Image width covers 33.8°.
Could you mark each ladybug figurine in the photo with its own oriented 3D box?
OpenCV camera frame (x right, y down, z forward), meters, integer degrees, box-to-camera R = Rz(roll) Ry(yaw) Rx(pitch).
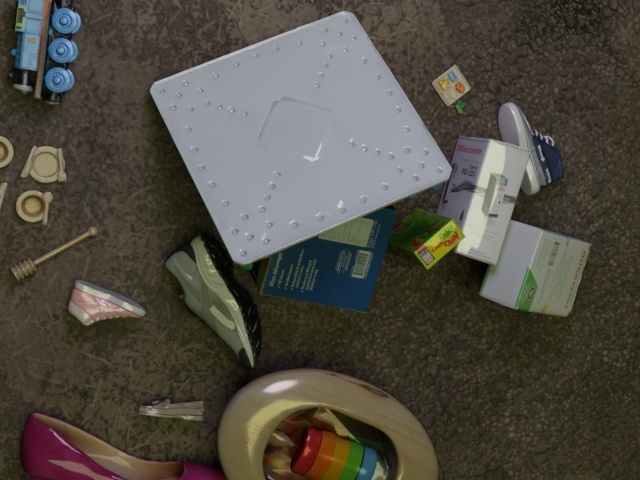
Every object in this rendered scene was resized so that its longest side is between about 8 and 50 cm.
[{"bbox_3d":[0.012,0.390,1.942,0.449,0.162,0.305,28,90,-17],"label":"ladybug figurine"}]

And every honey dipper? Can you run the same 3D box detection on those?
[{"bbox_3d":[-0.457,0.020,1.823,0.161,0.030,0.030,-29,105,-13],"label":"honey dipper"}]

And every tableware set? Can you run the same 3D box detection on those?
[{"bbox_3d":[-0.520,-0.102,1.790,0.169,0.020,0.141,11,95,-17],"label":"tableware set"}]

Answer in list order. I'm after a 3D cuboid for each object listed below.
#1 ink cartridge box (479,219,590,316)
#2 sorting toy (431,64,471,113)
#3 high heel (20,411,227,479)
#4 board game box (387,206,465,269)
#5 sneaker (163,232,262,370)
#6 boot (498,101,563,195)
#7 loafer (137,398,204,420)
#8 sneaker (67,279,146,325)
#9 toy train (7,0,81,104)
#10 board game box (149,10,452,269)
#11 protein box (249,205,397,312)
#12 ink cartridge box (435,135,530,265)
[{"bbox_3d":[0.409,0.055,1.992,0.212,0.093,0.154,11,97,-49],"label":"ink cartridge box"},{"bbox_3d":[0.255,-0.281,1.986,0.062,0.012,0.083,-39,106,-7],"label":"sorting toy"},{"bbox_3d":[-0.334,0.387,1.862,0.378,0.127,0.181,-2,102,-15],"label":"high heel"},{"bbox_3d":[0.184,-0.006,1.919,0.092,0.181,0.043,-41,107,-6],"label":"board game box"},{"bbox_3d":[-0.185,0.117,1.891,0.108,0.100,0.271,-22,109,13],"label":"sneaker"},{"bbox_3d":[0.405,-0.187,2.022,0.086,0.069,0.189,-26,113,-18],"label":"boot"},{"bbox_3d":[-0.271,0.305,1.916,0.125,0.045,0.039,10,79,-24],"label":"loafer"},{"bbox_3d":[-0.379,0.124,1.850,0.134,0.051,0.070,23,93,-15],"label":"sneaker"},{"bbox_3d":[-0.458,-0.320,1.747,0.105,0.080,0.184,8,99,-8],"label":"toy train"},{"bbox_3d":[-0.039,-0.176,1.781,0.390,0.050,0.389,-23,64,-11],"label":"board game box"},{"bbox_3d":[0.000,0.000,1.876,0.201,0.136,0.199,11,106,-17],"label":"protein box"},{"bbox_3d":[0.291,-0.079,1.951,0.092,0.158,0.217,17,93,-15],"label":"ink cartridge box"}]
